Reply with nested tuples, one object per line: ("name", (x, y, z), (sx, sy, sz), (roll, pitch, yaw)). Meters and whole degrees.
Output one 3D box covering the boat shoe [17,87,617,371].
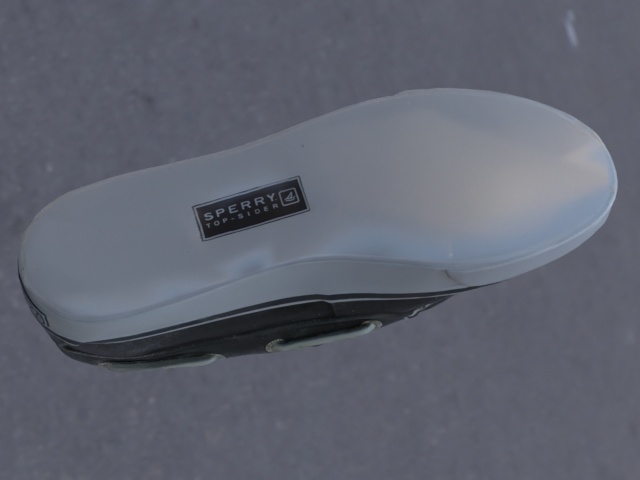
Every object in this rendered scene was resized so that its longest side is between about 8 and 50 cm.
("boat shoe", (0.000, 0.000, 0.616), (0.070, 0.219, 0.077), (82, -1, -62))
